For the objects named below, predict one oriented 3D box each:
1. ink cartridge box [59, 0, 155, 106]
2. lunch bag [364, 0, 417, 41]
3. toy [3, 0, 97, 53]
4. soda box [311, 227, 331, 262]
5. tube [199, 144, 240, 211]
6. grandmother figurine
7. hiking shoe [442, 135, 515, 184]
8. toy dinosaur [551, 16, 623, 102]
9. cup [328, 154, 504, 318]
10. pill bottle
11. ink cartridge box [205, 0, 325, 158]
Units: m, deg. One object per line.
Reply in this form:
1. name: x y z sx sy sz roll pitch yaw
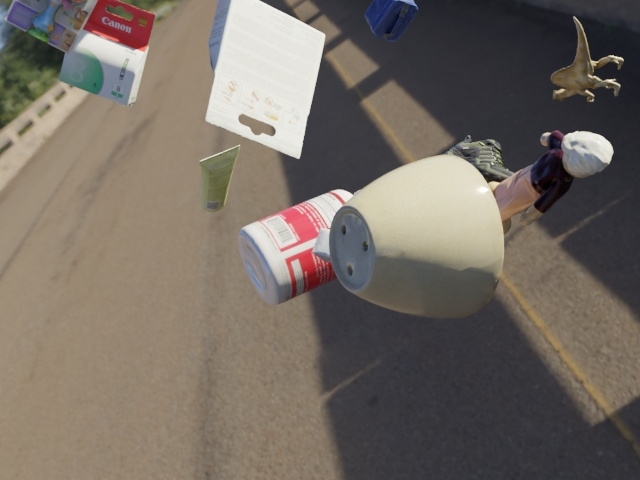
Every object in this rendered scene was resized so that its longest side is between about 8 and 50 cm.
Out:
1. ink cartridge box: -0.506 -0.455 1.924 0.056 0.181 0.225 -63 -7 -68
2. lunch bag: 0.134 -0.431 1.552 0.098 0.067 0.065 -55 41 35
3. toy: -0.488 -0.487 1.550 0.237 0.137 0.056 -56 32 14
4. soda box: 0.093 0.031 1.971 0.216 0.074 0.069 14 76 31
5. tube: -0.226 -0.136 1.758 0.240 0.062 0.070 118 173 -67
6. grandmother figurine: 0.451 -0.128 1.618 0.342 0.104 0.208 144 136 -65
7. hiking shoe: 0.393 -0.187 1.888 0.114 0.086 0.227 -48 47 -10
8. toy dinosaur: 0.374 -0.234 1.140 0.092 0.183 0.053 7 68 8
9. cup: 0.158 0.003 1.579 0.236 0.331 0.331 -6 4 -28
10. pill bottle: 0.000 0.000 2.208 0.407 0.229 0.229 -23 14 -19
11. ink cartridge box: -0.099 -0.270 1.338 0.066 0.189 0.232 0 74 56
